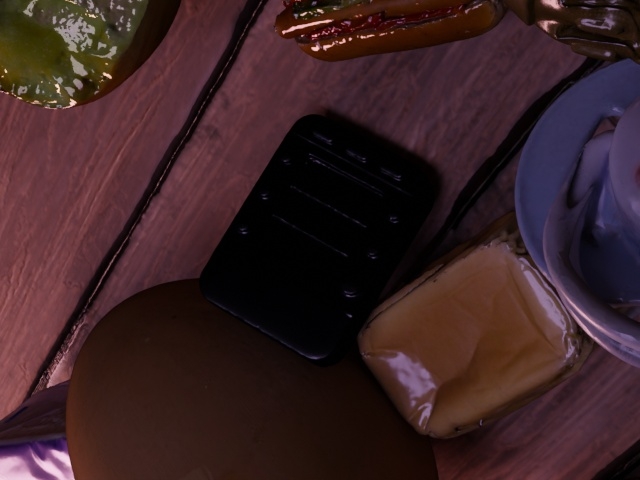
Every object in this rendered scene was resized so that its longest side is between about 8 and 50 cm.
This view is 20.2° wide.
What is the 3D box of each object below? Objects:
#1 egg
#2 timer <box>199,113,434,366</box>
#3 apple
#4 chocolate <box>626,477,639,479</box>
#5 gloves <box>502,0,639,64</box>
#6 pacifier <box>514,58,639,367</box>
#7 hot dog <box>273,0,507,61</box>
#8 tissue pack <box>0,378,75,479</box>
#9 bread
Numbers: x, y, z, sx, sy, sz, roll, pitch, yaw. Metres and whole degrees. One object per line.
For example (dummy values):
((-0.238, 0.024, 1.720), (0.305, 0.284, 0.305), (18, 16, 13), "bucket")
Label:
((-0.064, 0.199, 1.615), (0.374, 0.301, 0.301), (47, 141, 22), "egg")
((0.000, 0.000, 1.521), (0.144, 0.187, 0.055), (29, 174, 24), "timer")
((-0.228, -0.246, 1.477), (0.246, 0.246, 0.226), (35, 132, 17), "apple")
((0.313, 0.306, 1.504), (0.237, 0.108, 0.235), (-20, 104, 46), "chocolate")
((0.158, -0.228, 1.211), (0.331, 0.141, 0.154), (50, 164, 12), "gloves")
((0.283, 0.006, 1.251), (0.299, 0.244, 0.233), (20, 163, 26), "pacifier")
((0.046, -0.186, 1.413), (0.235, 0.062, 0.092), (-8, 116, 46), "hot dog")
((-0.196, 0.316, 1.927), (0.242, 0.160, 0.338), (-10, 112, 47), "tissue pack")
((0.144, 0.064, 1.476), (0.136, 0.107, 0.241), (53, 139, 1), "bread")
